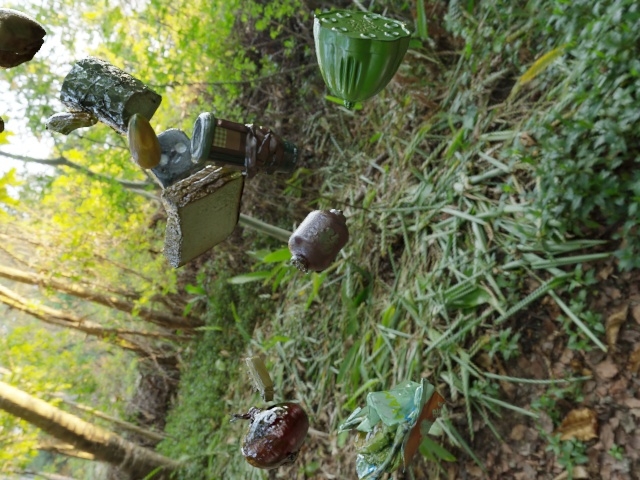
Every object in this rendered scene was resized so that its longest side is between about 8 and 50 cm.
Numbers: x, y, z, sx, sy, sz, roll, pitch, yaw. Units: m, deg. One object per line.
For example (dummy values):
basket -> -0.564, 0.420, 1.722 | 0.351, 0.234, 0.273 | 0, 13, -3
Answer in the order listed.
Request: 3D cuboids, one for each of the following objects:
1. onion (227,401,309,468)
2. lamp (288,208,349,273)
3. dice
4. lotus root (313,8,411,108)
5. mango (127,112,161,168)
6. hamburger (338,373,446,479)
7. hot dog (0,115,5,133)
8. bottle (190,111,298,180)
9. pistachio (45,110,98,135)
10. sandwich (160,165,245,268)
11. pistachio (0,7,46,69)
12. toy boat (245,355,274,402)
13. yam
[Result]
onion -> -0.177, 0.662, 1.781 | 0.273, 0.285, 0.273 | -44, -14, -14
lamp -> 0.000, 0.000, 1.752 | 0.258, 0.180, 0.180 | -50, 5, -23
dice -> -0.545, -0.290, 1.877 | 0.183, 0.181, 0.182 | -37, -3, -15
lotus root -> 0.066, -0.330, 0.963 | 0.186, 0.186, 0.186 | -161, 90, -77
mango -> -0.537, -0.298, 1.532 | 0.115, 0.089, 0.164 | -112, 10, -81
hamburger -> 0.136, 0.406, 1.120 | 0.276, 0.150, 0.260 | -52, -5, -6
hot dog -> -0.862, -0.244, 1.117 | 0.083, 0.289, 0.068 | 150, 102, -73
bottle -> -0.188, -0.228, 1.297 | 0.156, 0.271, 0.143 | -6, 78, 60
pistachio -> -0.744, -0.352, 1.492 | 0.049, 0.173, 0.089 | 68, -158, -50
sandwich -> -0.361, -0.086, 1.562 | 0.271, 0.099, 0.301 | -39, -21, -38
pistachio -> -0.734, -0.484, 1.200 | 0.210, 0.165, 0.130 | -98, 15, -52
toy boat -> -0.225, 0.513, 1.872 | 0.200, 0.057, 0.077 | 54, 134, 41
yam -> -0.659, -0.444, 1.601 | 0.202, 0.271, 0.201 | -61, 3, 4
